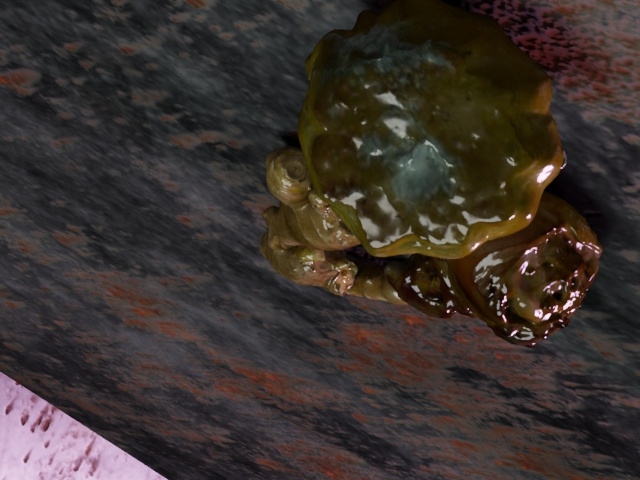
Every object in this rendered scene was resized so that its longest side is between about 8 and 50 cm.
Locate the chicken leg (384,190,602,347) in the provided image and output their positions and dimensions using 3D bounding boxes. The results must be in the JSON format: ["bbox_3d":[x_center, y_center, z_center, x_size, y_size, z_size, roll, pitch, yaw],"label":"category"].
[{"bbox_3d":[0.103,0.016,1.146,0.107,0.087,0.251,50,166,-6],"label":"chicken leg"}]

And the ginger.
[{"bbox_3d":[0.000,0.000,1.288,0.193,0.052,0.176,37,155,-28],"label":"ginger"}]

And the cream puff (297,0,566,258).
[{"bbox_3d":[0.058,-0.064,0.933,0.146,0.146,0.116,28,-159,4],"label":"cream puff"}]
